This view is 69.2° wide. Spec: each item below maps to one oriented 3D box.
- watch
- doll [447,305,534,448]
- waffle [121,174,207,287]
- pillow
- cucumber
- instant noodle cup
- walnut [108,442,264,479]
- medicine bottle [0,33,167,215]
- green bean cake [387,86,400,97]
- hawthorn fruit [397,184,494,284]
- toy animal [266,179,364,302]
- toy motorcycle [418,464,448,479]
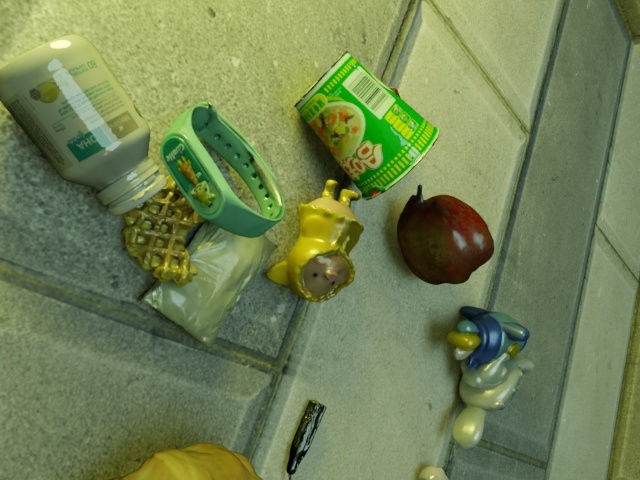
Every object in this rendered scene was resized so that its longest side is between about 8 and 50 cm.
[{"bbox_3d":[-0.151,-0.114,0.734,0.237,0.068,0.195,54,25,2],"label":"watch"},{"bbox_3d":[0.472,0.324,1.262,0.376,0.187,0.365,-44,127,-51],"label":"doll"},{"bbox_3d":[-0.218,-0.025,0.737,0.149,0.051,0.194,46,56,-6],"label":"waffle"},{"bbox_3d":[-0.179,0.050,0.790,0.148,0.050,0.229,48,61,-29],"label":"pillow"},{"bbox_3d":[-0.036,0.403,0.931,0.163,0.043,0.039,-63,168,-17],"label":"cucumber"},{"bbox_3d":[0.079,-0.228,0.900,0.233,0.207,0.207,44,63,-14],"label":"instant noodle cup"},{"bbox_3d":[-0.188,0.430,0.640,0.296,0.285,0.285,1,90,-45],"label":"walnut"},{"bbox_3d":[-0.306,-0.145,0.623,0.135,0.135,0.215,-45,117,-31],"label":"medicine bottle"},{"bbox_3d":[0.137,-0.274,1.051,0.136,0.056,0.135,-24,108,-38],"label":"green bean cake"},{"bbox_3d":[0.278,-0.022,1.088,0.208,0.208,0.248,-43,105,-31],"label":"hawthorn fruit"},{"bbox_3d":[0.004,0.002,0.898,0.156,0.156,0.229,26,85,-38],"label":"toy animal"},{"bbox_3d":[0.328,0.695,1.197,0.112,0.112,0.254,-32,110,-35],"label":"toy motorcycle"}]
